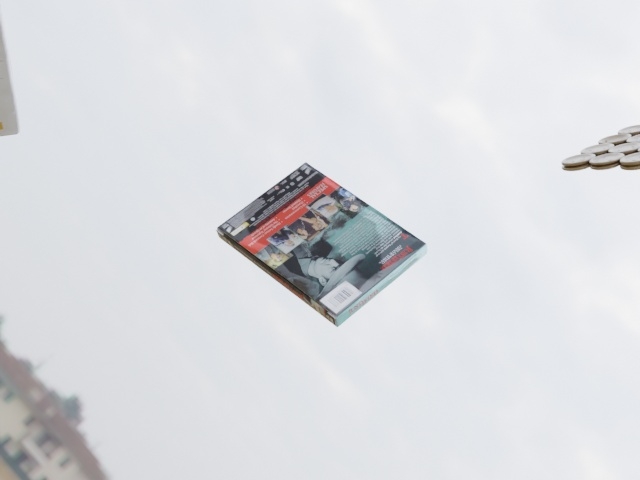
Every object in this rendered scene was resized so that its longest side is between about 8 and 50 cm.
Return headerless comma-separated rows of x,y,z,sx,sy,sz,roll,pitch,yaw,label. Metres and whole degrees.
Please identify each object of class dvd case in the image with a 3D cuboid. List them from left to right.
0.000,0.000,0.879,0.119,0.087,0.013,34,-30,33,dvd case

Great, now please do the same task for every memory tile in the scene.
0.335,-0.099,1.380,0.113,0.148,0.012,2,-68,47,memory tile

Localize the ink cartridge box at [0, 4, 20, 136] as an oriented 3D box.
-0.331,-0.159,0.990,0.371,0.176,0.069,124,-44,-73,ink cartridge box
